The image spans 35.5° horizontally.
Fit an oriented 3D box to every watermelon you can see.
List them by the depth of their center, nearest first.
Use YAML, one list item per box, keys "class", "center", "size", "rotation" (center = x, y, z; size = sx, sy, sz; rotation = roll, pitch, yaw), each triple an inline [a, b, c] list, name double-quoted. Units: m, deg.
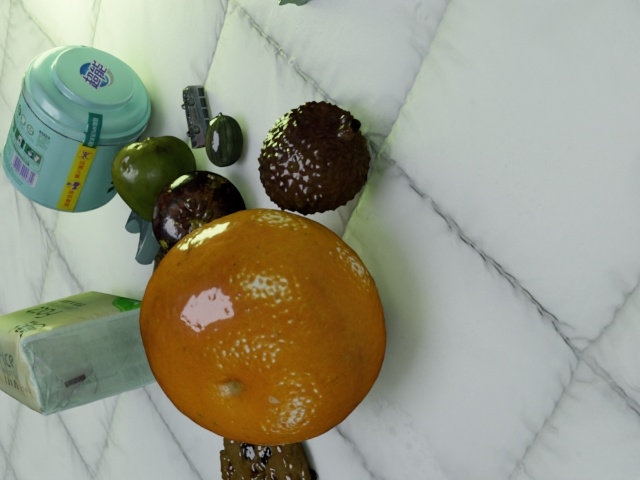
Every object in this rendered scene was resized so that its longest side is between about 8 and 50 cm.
- class: "watermelon"
  center: [-0.192, -0.200, 1.990]
  size: [0.078, 0.078, 0.110]
  rotation: [23, 113, 48]

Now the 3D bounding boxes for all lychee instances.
- class: "lychee"
  center: [-0.005, -0.139, 1.676]
  size: [0.238, 0.200, 0.200]
  rotation: [-34, 71, 44]

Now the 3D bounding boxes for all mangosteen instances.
- class: "mangosteen"
  center: [-0.245, -0.043, 2.026]
  size: [0.217, 0.192, 0.192]
  rotation: [158, 102, -84]

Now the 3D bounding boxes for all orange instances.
- class: "orange"
  center: [-0.090, 0.139, 1.686]
  size: [0.424, 0.326, 0.424]
  rotation: [10, 125, 14]

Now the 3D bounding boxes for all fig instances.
- class: "fig"
  center: [-0.351, -0.128, 2.127]
  size: [0.181, 0.181, 0.191]
  rotation: [6, 118, 52]

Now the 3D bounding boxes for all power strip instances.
- class: "power strip"
  center: [-0.387, -0.033, 2.248]
  size: [0.137, 0.044, 0.216]
  rotation: [-63, 27, 13]

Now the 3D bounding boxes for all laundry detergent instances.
- class: "laundry detergent"
  center: [-0.548, -0.265, 2.260]
  size: [0.287, 0.287, 0.305]
  rotation: [60, 138, 25]

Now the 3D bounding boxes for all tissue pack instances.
- class: "tissue pack"
  center: [-0.571, 0.248, 2.322]
  size: [0.405, 0.332, 0.205]
  rotation: [0, 104, 59]

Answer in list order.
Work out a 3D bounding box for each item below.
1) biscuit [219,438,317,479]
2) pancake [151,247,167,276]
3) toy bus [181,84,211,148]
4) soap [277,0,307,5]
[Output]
- class: "biscuit"
  center: [-0.120, 0.485, 2.041]
  size: [0.296, 0.075, 0.295]
  rotation: [9, 101, 51]
- class: "pancake"
  center: [-0.303, 0.106, 2.237]
  size: [0.244, 0.057, 0.266]
  rotation: [-10, 94, 44]
- class: "toy bus"
  center: [-0.255, -0.257, 2.078]
  size: [0.037, 0.052, 0.130]
  rotation: [-21, 79, 57]
- class: "soap"
  center: [-0.045, -0.520, 1.739]
  size: [0.114, 0.063, 0.198]
  rotation: [-17, 84, 54]
